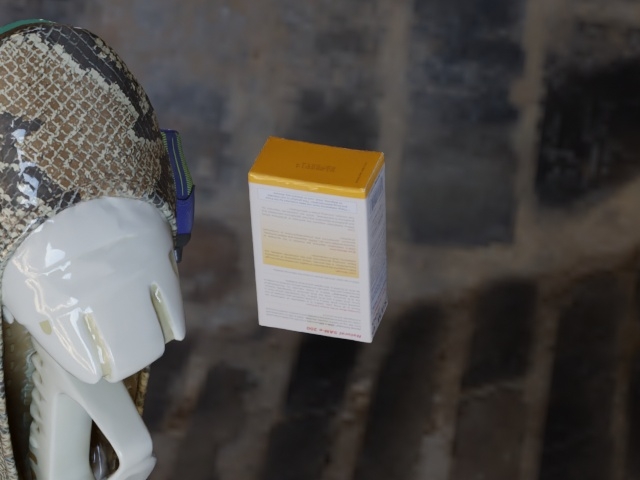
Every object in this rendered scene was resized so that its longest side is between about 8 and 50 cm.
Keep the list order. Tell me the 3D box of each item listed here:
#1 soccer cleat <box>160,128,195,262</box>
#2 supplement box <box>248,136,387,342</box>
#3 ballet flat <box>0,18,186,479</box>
[{"bbox_3d":[-0.214,-0.047,1.495,0.093,0.289,0.121,-6,99,-54],"label":"soccer cleat"},{"bbox_3d":[0.000,0.000,0.966,0.036,0.062,0.098,-63,158,-49],"label":"supplement box"},{"bbox_3d":[-0.163,0.068,1.322,0.182,0.164,0.483,58,-25,33],"label":"ballet flat"}]
